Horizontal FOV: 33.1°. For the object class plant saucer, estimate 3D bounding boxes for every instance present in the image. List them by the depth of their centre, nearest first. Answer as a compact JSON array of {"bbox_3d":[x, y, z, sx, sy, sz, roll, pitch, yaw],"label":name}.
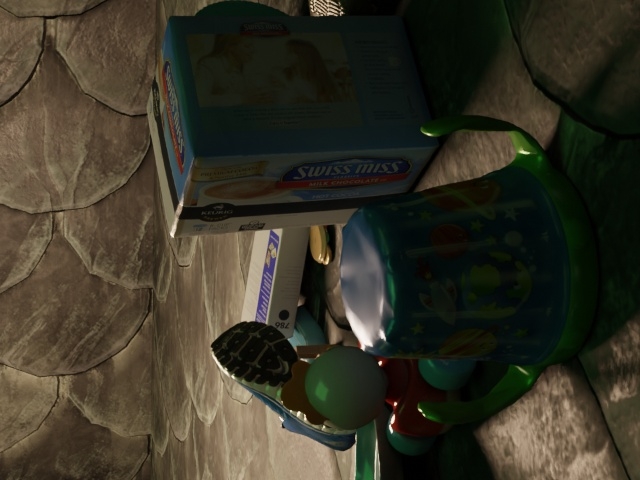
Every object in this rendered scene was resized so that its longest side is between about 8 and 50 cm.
[{"bbox_3d":[0.090,0.392,1.643,0.317,0.044,0.317,180,90,-86],"label":"plant saucer"}]

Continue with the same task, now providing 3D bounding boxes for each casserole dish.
[{"bbox_3d":[-0.033,0.200,2.072,0.188,0.037,0.114,-133,41,-61],"label":"casserole dish"}]

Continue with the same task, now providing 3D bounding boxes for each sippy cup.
[{"bbox_3d":[0.147,0.035,1.183,0.240,0.224,0.305,123,138,-63],"label":"sippy cup"}]

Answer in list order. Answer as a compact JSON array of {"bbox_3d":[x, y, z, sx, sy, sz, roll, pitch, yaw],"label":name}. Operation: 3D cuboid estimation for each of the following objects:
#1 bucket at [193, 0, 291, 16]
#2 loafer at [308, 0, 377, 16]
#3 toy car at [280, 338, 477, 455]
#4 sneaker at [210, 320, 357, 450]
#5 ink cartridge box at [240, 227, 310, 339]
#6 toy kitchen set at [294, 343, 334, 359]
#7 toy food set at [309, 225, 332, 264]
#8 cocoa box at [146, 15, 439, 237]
[{"bbox_3d":[-0.136,-0.280,1.909,0.183,0.281,0.281,112,148,-46],"label":"bucket"},{"bbox_3d":[0.037,-0.333,1.639,0.102,0.092,0.268,39,164,9],"label":"loafer"},{"bbox_3d":[0.057,0.177,1.471,0.219,0.238,0.210,108,151,-49],"label":"toy car"},{"bbox_3d":[-0.065,0.268,1.894,0.330,0.130,0.147,34,146,27],"label":"sneaker"},{"bbox_3d":[-0.090,0.068,2.089,0.165,0.065,0.332,-140,58,-64],"label":"ink cartridge box"},{"bbox_3d":[-0.012,0.237,1.951,0.068,0.075,0.083,128,139,-65],"label":"toy kitchen set"},{"bbox_3d":[0.000,0.000,1.943,0.083,0.020,0.082,-155,62,-70],"label":"toy food set"},{"bbox_3d":[-0.048,-0.165,1.522,0.228,0.347,0.231,121,141,-59],"label":"cocoa box"}]
